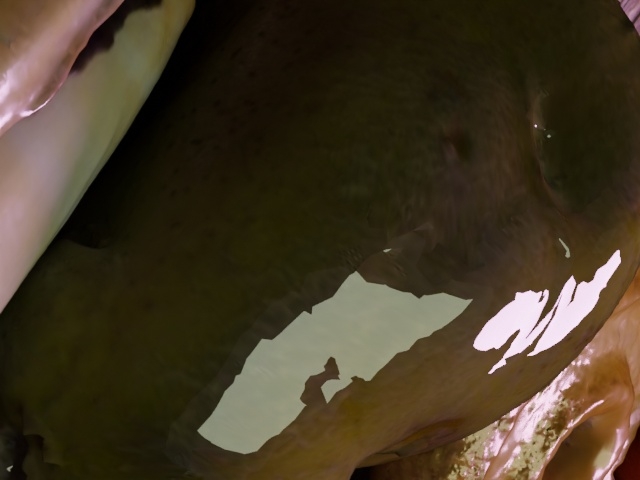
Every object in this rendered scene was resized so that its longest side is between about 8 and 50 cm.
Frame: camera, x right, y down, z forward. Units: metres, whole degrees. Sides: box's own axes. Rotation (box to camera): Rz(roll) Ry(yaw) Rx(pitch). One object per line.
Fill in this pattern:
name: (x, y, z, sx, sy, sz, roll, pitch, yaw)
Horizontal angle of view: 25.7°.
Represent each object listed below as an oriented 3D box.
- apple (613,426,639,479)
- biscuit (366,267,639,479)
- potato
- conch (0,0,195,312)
apple: (0.357, 0.139, 1.129, 0.260, 0.216, 0.260, -50, 160, -27)
biscuit: (0.142, 0.126, 0.958, 0.296, 0.102, 0.296, -37, 145, -33)
potato: (0.002, 0.003, 0.571, 0.351, 0.202, 0.218, -37, 160, -31)
conch: (-0.123, -0.067, 0.459, 0.255, 0.127, 0.158, -61, 173, -33)
